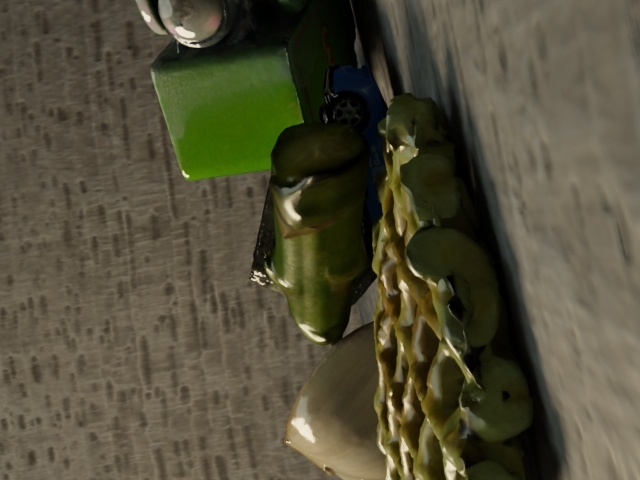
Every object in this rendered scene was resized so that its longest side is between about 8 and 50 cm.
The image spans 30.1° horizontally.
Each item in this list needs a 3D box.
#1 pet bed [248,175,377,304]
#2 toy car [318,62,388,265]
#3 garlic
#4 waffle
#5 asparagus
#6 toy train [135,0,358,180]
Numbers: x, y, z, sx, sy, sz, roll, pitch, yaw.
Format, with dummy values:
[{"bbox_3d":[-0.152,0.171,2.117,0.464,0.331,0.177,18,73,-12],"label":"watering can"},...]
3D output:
[{"bbox_3d":[0.015,-0.018,1.291,0.211,0.159,0.183,-141,63,-86],"label":"pet bed"},{"bbox_3d":[0.050,-0.051,1.023,0.103,0.063,0.216,-115,6,-83],"label":"toy car"},{"bbox_3d":[0.065,0.164,1.134,0.143,0.178,0.229,44,-176,24],"label":"garlic"},{"bbox_3d":[0.078,0.066,0.792,0.297,0.073,0.317,97,168,-70],"label":"waffle"},{"bbox_3d":[-0.001,0.001,0.961,0.085,0.082,0.343,33,160,14],"label":"asparagus"},{"bbox_3d":[-0.061,-0.214,1.144,0.307,0.174,0.248,-69,-33,-58],"label":"toy train"}]
